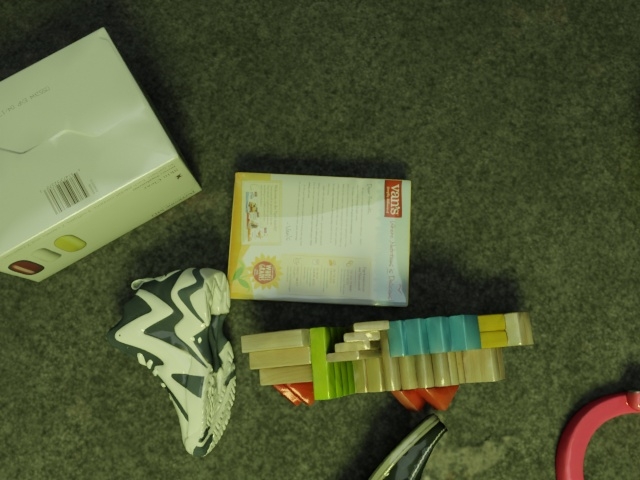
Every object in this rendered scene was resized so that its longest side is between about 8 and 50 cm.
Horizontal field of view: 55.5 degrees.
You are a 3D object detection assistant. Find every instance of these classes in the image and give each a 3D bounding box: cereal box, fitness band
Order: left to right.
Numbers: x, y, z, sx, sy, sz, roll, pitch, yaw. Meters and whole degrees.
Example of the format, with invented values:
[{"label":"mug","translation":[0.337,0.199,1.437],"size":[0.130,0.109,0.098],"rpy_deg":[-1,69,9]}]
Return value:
[{"label":"cereal box","translation":[0.000,0.000,0.820],"size":[0.240,0.047,0.173],"rpy_deg":[4,80,0]},{"label":"fitness band","translation":[0.445,0.303,0.762],"size":[0.291,0.054,0.209],"rpy_deg":[12,82,4]}]

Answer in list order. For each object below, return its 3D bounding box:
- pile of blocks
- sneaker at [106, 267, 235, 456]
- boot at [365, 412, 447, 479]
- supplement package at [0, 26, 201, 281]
[{"label":"pile of blocks","translation":[0.090,0.155,0.740],"size":[0.362,0.149,0.112],"rpy_deg":[-5,79,-1]},{"label":"sneaker","translation":[-0.198,0.151,0.778],"size":[0.153,0.094,0.235],"rpy_deg":[1,99,19]},{"label":"boot","translation":[0.124,0.347,0.719],"size":[0.179,0.085,0.236],"rpy_deg":[36,86,20]},{"label":"supplement package","translation":[-0.327,-0.103,0.792],"size":[0.262,0.145,0.204],"rpy_deg":[-31,80,-5]}]
